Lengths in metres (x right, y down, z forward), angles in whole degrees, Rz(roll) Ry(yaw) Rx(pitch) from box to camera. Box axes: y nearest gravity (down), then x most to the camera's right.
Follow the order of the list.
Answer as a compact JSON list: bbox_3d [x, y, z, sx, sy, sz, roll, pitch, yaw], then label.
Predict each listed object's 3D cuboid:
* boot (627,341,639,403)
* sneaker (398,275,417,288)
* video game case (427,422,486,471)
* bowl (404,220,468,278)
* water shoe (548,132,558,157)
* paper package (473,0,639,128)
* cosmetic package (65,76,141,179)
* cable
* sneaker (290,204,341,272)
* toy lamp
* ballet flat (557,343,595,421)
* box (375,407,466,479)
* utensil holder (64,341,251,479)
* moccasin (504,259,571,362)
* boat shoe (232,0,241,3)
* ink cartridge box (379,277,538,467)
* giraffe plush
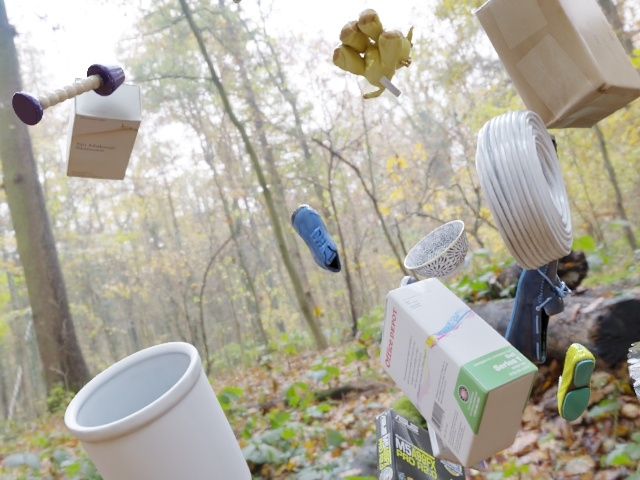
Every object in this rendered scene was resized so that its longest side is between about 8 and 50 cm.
[{"bbox_3d":[0.409,0.095,0.449,0.260,0.131,0.348,-29,-15,38],"label":"boot"},{"bbox_3d":[0.266,0.184,1.394,0.163,0.226,0.086,-7,-36,24],"label":"sneaker"},{"bbox_3d":[0.266,0.374,1.172,0.143,0.157,0.019,28,-53,-30],"label":"video game case"},{"bbox_3d":[0.289,0.037,1.369,0.170,0.080,0.170,-38,12,10],"label":"bowl"},{"bbox_3d":[0.485,-0.173,1.372,0.073,0.080,0.203,-1,-23,-10],"label":"water shoe"},{"bbox_3d":[0.543,-0.422,1.305,0.309,0.324,0.168,-12,-17,-46],"label":"paper package"},{"bbox_3d":[-0.579,-0.284,1.536,0.160,0.113,0.309,1,-23,-26],"label":"cosmetic package"},{"bbox_3d":[0.337,-0.084,0.944,0.089,0.257,0.257,-18,-2,31],"label":"cable"},{"bbox_3d":[0.000,0.000,1.339,0.069,0.082,0.209,-39,-42,-10],"label":"sneaker"},{"bbox_3d":[-0.537,-0.329,1.274,0.080,0.080,0.274,-23,17,39],"label":"toy lamp"},{"bbox_3d":[0.639,0.354,1.466,0.077,0.231,0.077,-8,34,-5],"label":"ballet flat"},{"bbox_3d":[0.252,0.568,1.424,0.060,0.270,0.216,-42,22,27],"label":"box"},{"bbox_3d":[-0.377,0.501,1.425,0.328,0.385,0.327,-19,18,7],"label":"utensil holder"},{"bbox_3d":[0.577,0.155,1.495,0.117,0.342,0.138,24,31,38],"label":"moccasin"},{"bbox_3d":[-0.219,-0.713,1.489,0.078,0.070,0.219,-49,-11,-28],"label":"boat shoe"},{"bbox_3d":[0.236,0.230,1.063,0.117,0.278,0.201,-16,-52,-24],"label":"ink cartridge box"},{"bbox_3d":[0.157,-0.460,1.411,0.181,0.210,0.170,-25,15,43],"label":"giraffe plush"}]
